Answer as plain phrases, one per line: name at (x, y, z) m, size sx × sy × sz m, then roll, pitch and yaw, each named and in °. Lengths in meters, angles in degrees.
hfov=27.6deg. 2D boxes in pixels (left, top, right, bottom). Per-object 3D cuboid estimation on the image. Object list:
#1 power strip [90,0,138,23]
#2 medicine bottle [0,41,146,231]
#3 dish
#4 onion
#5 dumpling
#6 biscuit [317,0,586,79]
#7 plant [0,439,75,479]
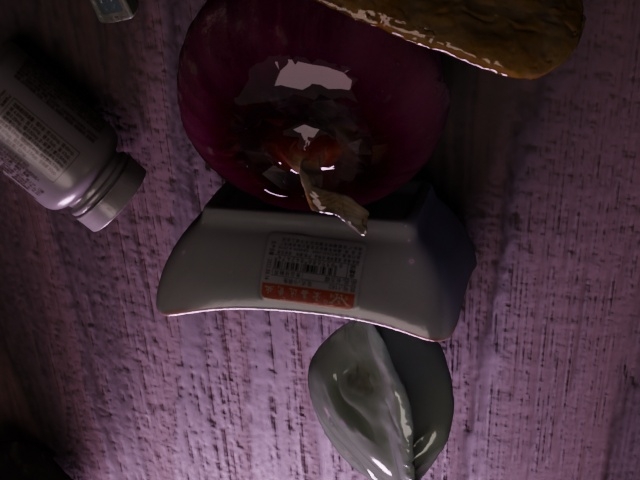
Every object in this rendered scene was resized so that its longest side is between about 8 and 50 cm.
power strip at (-0.152, -0.185, 0.893) m, size 0.027 × 0.017 × 0.083 m, roll -9°, pitch 128°, yaw 21°
medicine bottle at (-0.201, -0.073, 0.961) m, size 0.140 × 0.079 × 0.079 m, roll 41°, pitch 129°, yaw -19°
dish at (0.000, 0.000, 0.927) m, size 0.213 × 0.151 × 0.077 m, roll 5°, pitch 112°, yaw 13°
onion at (-0.006, -0.097, 0.839) m, size 0.177 × 0.153 × 0.177 m, roll 21°, pitch 134°, yaw 23°
dumpling at (0.062, 0.131, 1.027) m, size 0.152 × 0.108 × 0.219 m, roll 44°, pitch 165°, yaw 22°
biscuit at (0.043, -0.170, 0.779) m, size 0.247 × 0.118 × 0.029 m, roll 21°, pitch 138°, yaw -3°
plant at (-0.335, 0.307, 1.260) m, size 0.234 × 0.204 × 0.178 m, roll -31°, pitch 112°, yaw 28°
